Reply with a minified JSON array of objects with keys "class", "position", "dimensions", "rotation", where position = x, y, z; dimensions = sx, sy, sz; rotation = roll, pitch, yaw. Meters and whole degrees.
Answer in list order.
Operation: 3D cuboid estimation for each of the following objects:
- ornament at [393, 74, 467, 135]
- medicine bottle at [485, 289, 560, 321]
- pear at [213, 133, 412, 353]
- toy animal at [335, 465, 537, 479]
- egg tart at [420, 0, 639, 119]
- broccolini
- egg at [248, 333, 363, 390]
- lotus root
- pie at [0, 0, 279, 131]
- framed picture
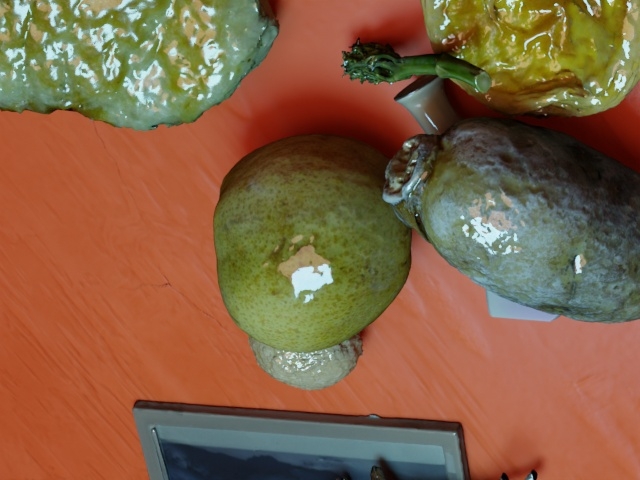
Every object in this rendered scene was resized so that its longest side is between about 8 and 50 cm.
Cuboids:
[{"class":"ornament","position":[0.142,-0.098,1.542],"dimensions":[0.081,0.075,0.156],"rotation":[-24,104,32]},{"class":"medicine bottle","position":[0.237,0.044,1.587],"dimensions":[0.118,0.055,0.074],"rotation":[3,117,25]},{"class":"pear","position":[0.000,0.000,1.580],"dimensions":[0.211,0.188,0.228],"rotation":[-11,88,17]},{"class":"toy animal","position":[0.148,0.344,1.742],"dimensions":[0.260,0.087,0.243],"rotation":[-34,97,31]},{"class":"egg tart","position":[0.211,-0.225,1.422],"dimensions":[0.241,0.106,0.241],"rotation":[11,119,21]},{"class":"broccolini","position":[0.096,-0.168,1.469],"dimensions":[0.239,0.051,0.054],"rotation":[17,133,58]},{"class":"egg","position":[-0.020,0.110,1.707],"dimensions":[0.140,0.116,0.118],"rotation":[22,147,8]},{"class":"lotus root","position":[0.237,-0.015,1.454],"dimensions":[0.350,0.175,0.175],"rotation":[20,127,-17]},{"class":"pie","position":[-0.265,-0.297,1.566],"dimensions":[0.418,0.180,0.395],"rotation":[-6,118,15]},{"class":"framed picture","position":[-0.013,0.356,1.890],"dimensions":[0.446,0.028,0.326],"rotation":[0,116,25]}]
